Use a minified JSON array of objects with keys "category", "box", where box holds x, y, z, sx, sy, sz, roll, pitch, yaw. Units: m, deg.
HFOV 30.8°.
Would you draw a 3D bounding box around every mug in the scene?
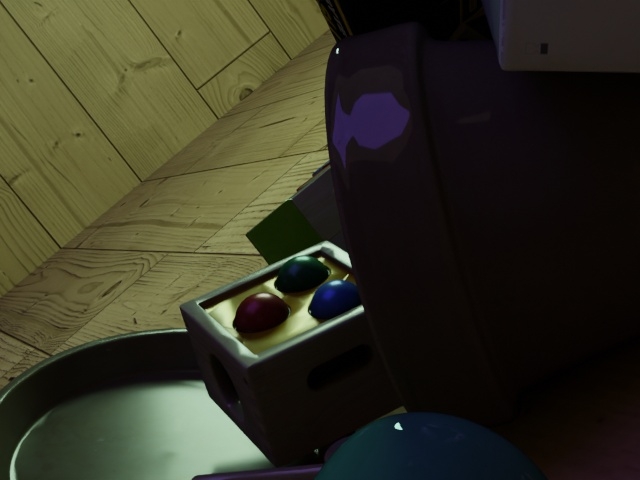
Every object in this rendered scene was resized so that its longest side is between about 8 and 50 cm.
[{"category":"mug","box":[0.064,0.155,0.554,0.097,0.158,0.129,-50,-5,-48]}]

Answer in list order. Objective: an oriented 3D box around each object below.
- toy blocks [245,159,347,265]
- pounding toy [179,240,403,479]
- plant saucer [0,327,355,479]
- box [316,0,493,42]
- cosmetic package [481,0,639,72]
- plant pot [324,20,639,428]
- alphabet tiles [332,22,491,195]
[{"category":"toy blocks","box":[0.082,-0.072,1.135,0.381,0.191,0.261,-40,3,-14]},{"category":"pounding toy","box":[-0.019,0.092,0.784,0.181,0.094,0.206,-24,26,-19]},{"category":"plant saucer","box":[-0.113,0.147,0.858,0.278,0.041,0.278,0,26,0]},{"category":"box","box":[0.152,-0.224,0.853,0.322,0.257,0.079,-35,52,-3]},{"category":"cosmetic package","box":[0.204,-0.180,0.634,0.224,0.138,0.225,1,20,4]},{"category":"plant pot","box":[0.150,-0.027,0.718,0.229,0.263,0.263,-14,20,13]},{"category":"alphabet tiles","box":[0.144,-0.099,0.899,0.237,0.198,0.009,-52,46,17]}]
